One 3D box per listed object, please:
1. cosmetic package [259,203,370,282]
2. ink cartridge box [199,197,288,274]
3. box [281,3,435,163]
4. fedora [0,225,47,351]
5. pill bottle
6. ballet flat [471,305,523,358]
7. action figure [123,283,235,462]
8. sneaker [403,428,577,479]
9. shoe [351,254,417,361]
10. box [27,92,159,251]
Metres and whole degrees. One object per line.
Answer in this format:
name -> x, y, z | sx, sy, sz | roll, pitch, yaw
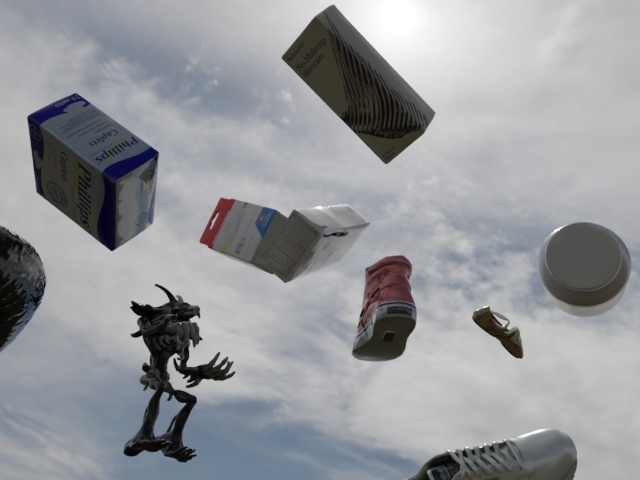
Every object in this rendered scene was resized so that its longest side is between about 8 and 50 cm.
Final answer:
cosmetic package -> 0.000, 0.000, 0.948 | 0.060, 0.239, 0.099 | 41, -71, 13
ink cartridge box -> -0.177, -0.017, 1.379 | 0.231, 0.134, 0.078 | 17, -11, 47
box -> 0.071, -0.279, 1.056 | 0.275, 0.094, 0.113 | 43, -49, -8
fedora -> -0.387, 0.038, 0.432 | 0.334, 0.152, 0.334 | -27, -17, -9
pill bottle -> 0.593, 0.065, 1.318 | 0.188, 0.187, 0.334 | -8, -16, 22
ballet flat -> 0.518, 0.257, 1.644 | 0.206, 0.073, 0.067 | 38, -64, -15
action figure -> -0.211, 0.182, 0.883 | 0.141, 0.275, 0.164 | -17, -36, 20
sneaker -> 0.197, 0.287, 0.706 | 0.235, 0.090, 0.094 | -29, -68, 1
shoe -> 0.078, 0.087, 0.713 | 0.064, 0.081, 0.178 | 6, -29, -4
box -> -0.270, -0.080, 0.698 | 0.137, 0.072, 0.126 | 35, -42, 11
